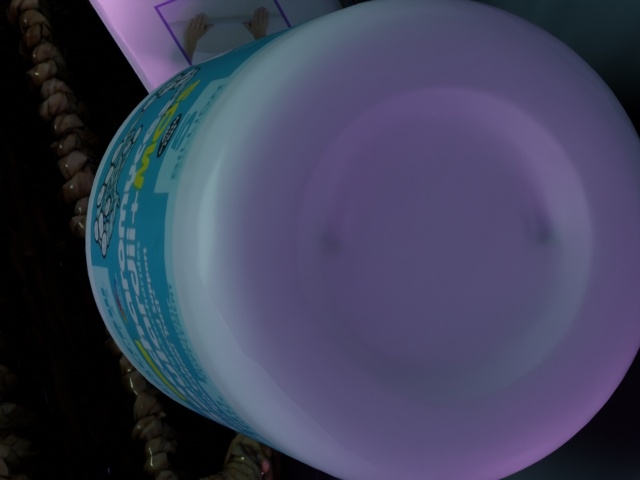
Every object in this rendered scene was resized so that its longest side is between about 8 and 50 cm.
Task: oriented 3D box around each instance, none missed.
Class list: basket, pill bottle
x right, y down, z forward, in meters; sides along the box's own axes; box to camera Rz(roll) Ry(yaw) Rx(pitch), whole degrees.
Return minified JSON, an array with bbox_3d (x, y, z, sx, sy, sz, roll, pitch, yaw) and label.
[{"bbox_3d":[-0.131,0.009,0.886,0.223,0.213,0.299,73,180,-72],"label":"basket"},{"bbox_3d":[0.000,0.000,0.668,0.264,0.146,0.146,180,97,-74],"label":"pill bottle"}]

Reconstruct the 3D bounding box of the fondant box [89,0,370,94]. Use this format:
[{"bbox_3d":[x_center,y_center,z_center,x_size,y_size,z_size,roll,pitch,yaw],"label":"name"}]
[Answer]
[{"bbox_3d":[-0.081,-0.214,0.819,0.238,0.096,0.330,-100,-17,-46],"label":"fondant box"}]
